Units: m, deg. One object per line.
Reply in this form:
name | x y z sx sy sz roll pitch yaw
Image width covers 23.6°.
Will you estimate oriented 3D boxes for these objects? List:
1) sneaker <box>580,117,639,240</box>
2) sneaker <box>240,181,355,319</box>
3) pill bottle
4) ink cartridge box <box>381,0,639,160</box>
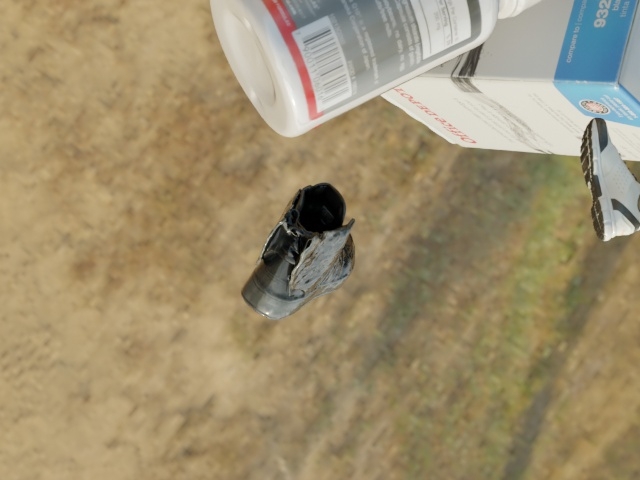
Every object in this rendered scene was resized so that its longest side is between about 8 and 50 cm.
sneaker | 0.251 -0.054 1.315 0.044 0.109 0.040 -7 168 -4
sneaker | -0.002 -0.002 1.031 0.089 0.051 0.170 -60 170 28
pill bottle | 0.058 -0.223 1.387 0.283 0.161 0.161 -27 145 -13
ink cartridge box | 0.236 -0.182 1.618 0.223 0.307 0.129 28 74 -50
